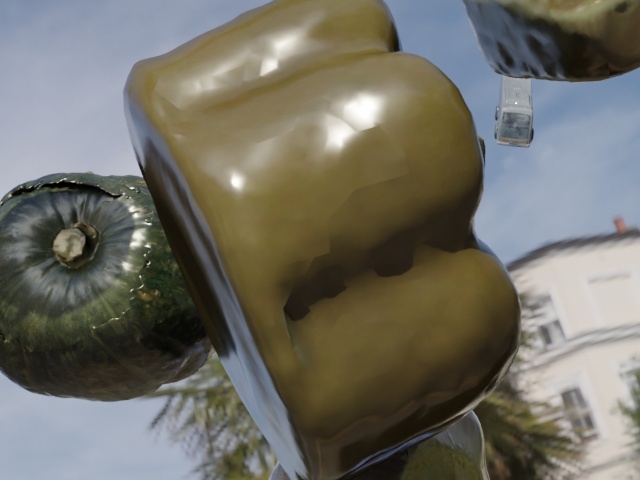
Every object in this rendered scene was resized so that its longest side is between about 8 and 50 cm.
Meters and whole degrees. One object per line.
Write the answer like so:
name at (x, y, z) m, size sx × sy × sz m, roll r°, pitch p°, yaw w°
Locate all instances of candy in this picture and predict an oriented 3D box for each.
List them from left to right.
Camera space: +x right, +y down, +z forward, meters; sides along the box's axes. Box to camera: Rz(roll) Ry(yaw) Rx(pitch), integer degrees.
candy at (0.227, -0.214, 1.119) m, size 0.102 × 0.104 × 0.234 m, roll -32°, pitch 21°, yaw -10°

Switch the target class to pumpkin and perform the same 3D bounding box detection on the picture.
pumpkin at (-0.275, 0.053, 1.474) m, size 0.328 × 0.291 × 0.257 m, roll -7°, pitch -25°, yaw 10°

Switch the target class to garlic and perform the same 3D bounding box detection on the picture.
garlic at (0.067, 0.324, 1.413) m, size 0.317 × 0.317 × 0.259 m, roll 1°, pitch -12°, yaw -31°

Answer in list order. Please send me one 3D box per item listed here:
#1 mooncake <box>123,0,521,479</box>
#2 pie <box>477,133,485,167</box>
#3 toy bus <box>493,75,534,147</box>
mooncake at (0.000, 0.000, 1.118) m, size 0.262 × 0.467 × 0.467 m, roll -22°, pitch -24°, yaw -12°
pie at (0.207, -0.103, 1.575) m, size 0.021 × 0.084 × 0.084 m, roll 3°, pitch -21°, yaw 17°
toy bus at (0.321, -0.214, 1.920) m, size 0.064 × 0.190 × 0.075 m, roll 8°, pitch -64°, yaw 5°
